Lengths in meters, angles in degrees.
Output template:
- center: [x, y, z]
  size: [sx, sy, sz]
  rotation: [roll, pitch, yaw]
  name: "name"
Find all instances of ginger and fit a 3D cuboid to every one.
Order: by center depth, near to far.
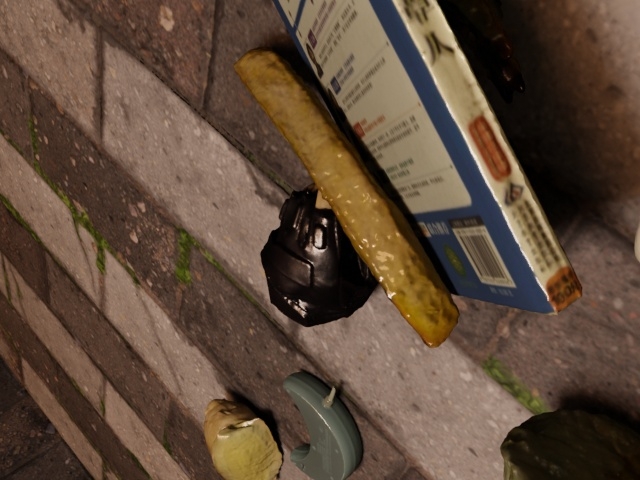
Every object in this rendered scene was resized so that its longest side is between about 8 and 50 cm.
- center: [-0.144, 0.365, 1.264]
  size: [0.122, 0.115, 0.193]
  rotation: [48, 156, 51]
  name: "ginger"

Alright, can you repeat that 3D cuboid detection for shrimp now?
- center: [0.098, -0.213, 0.590]
  size: [0.262, 0.066, 0.117]
  rotation: [66, 161, 14]
  name: "shrimp"

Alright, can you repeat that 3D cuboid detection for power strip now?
- center: [0.002, 0.287, 1.064]
  size: [0.137, 0.044, 0.216]
  rotation: [29, 134, 34]
  name: "power strip"

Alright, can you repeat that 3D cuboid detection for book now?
- center: [0.047, -0.141, 0.608]
  size: [0.428, 0.039, 0.300]
  rotation: [62, 172, -5]
  name: "book"

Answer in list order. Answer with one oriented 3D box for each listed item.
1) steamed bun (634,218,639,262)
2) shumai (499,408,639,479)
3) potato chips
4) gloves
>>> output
- center: [0.286, -0.043, 0.400]
  size: [0.146, 0.164, 0.242]
  rotation: [36, 136, 27]
  name: "steamed bun"
- center: [0.264, 0.294, 0.643]
  size: [0.256, 0.189, 0.218]
  rotation: [36, 136, 36]
  name: "shumai"
- center: [0.012, -0.075, 0.705]
  size: [0.407, 0.057, 0.080]
  rotation: [57, -176, 26]
  name: "potato chips"
- center: [0.000, 0.000, 0.819]
  size: [0.164, 0.124, 0.203]
  rotation: [13, 134, 23]
  name: "gloves"
